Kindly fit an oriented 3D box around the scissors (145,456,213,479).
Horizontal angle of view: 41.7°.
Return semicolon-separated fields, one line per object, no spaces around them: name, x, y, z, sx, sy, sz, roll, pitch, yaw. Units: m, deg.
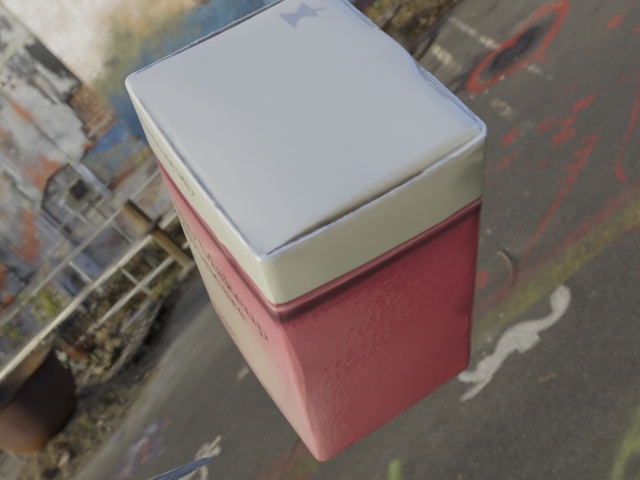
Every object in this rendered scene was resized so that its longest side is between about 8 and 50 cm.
scissors;-0.236;0.301;0.939;0.297;0.021;0.109;-6;12;-32

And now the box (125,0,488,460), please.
box;0.000;0.000;0.491;0.127;0.232;0.148;-30;56;-14
